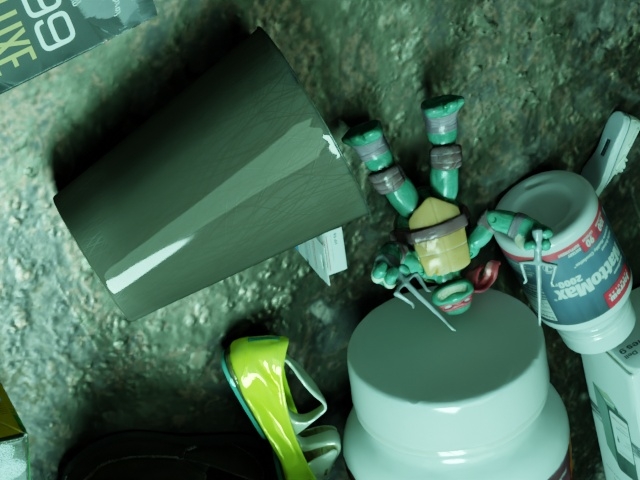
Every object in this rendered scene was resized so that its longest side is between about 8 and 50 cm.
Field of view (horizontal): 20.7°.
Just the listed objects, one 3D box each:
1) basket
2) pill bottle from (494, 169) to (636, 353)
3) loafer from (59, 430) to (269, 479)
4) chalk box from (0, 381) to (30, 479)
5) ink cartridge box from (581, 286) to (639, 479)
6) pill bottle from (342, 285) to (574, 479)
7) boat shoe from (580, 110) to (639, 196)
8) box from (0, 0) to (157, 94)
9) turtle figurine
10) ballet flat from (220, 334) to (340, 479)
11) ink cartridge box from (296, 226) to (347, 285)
[{"bbox_3d":[-0.099,-0.041,1.504,0.227,0.154,0.204,-32,131,-3],"label":"basket"},{"bbox_3d":[0.251,0.027,1.753,0.108,0.108,0.180,-36,129,-4],"label":"pill bottle"},{"bbox_3d":[-0.142,0.231,1.684,0.220,0.078,0.080,-5,120,-26],"label":"loafer"},{"bbox_3d":[-0.335,0.233,1.552,0.132,0.132,0.213,-10,123,-24],"label":"chalk box"},{"bbox_3d":[0.414,0.174,1.917,0.211,0.121,0.289,-26,127,-12],"label":"ink cartridge box"},{"bbox_3d":[0.143,0.253,1.758,0.224,0.224,0.392,-21,126,-16],"label":"pill bottle"},{"bbox_3d":[0.292,-0.080,1.758,0.035,0.035,0.100,15,104,-31],"label":"boat shoe"},{"bbox_3d":[-0.286,-0.255,1.317,0.242,0.076,0.307,-27,127,-12],"label":"box"},{"bbox_3d":[0.110,-0.009,1.627,0.175,0.118,0.234,-25,103,-21],"label":"turtle figurine"},{"bbox_3d":[-0.024,0.186,1.705,0.077,0.077,0.231,-19,118,5],"label":"ballet flat"},{"bbox_3d":[0.000,0.000,1.617,0.028,0.083,0.048,-20,126,-16],"label":"ink cartridge box"}]
